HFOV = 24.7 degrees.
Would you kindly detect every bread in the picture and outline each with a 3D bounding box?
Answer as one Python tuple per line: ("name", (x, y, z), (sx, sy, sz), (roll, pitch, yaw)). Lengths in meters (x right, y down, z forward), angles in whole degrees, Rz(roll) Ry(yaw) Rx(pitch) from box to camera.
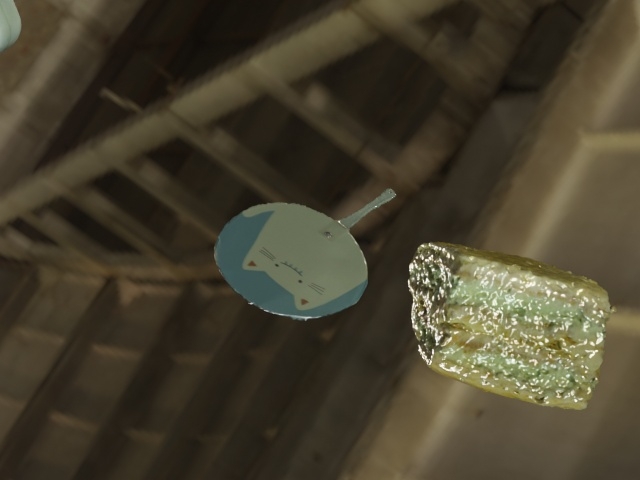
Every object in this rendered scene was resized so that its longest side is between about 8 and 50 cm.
("bread", (0.143, 0.061, 1.159), (0.196, 0.138, 0.102), (-137, -117, -80))

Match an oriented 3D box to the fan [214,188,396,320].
("fan", (0.000, 0.000, 1.075), (0.175, 0.113, 0.005), (-35, 154, -39))

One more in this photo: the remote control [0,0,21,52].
("remote control", (-0.354, -0.161, 1.056), (0.296, 0.140, 0.056), (-13, -164, 30))
